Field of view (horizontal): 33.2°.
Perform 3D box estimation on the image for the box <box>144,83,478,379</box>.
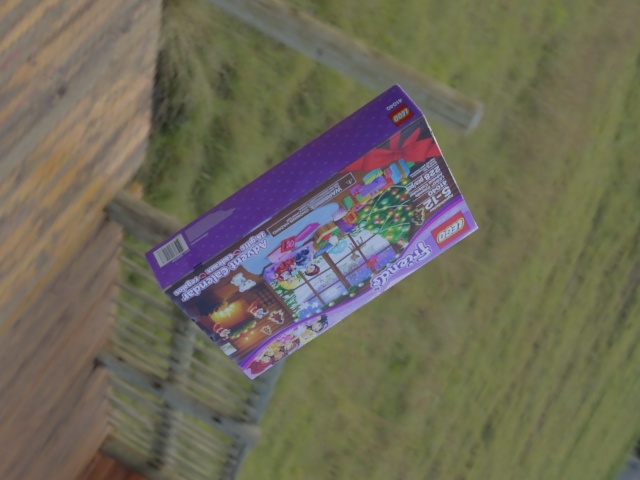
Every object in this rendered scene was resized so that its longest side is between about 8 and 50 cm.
[{"bbox_3d":[0.000,0.000,1.070,0.293,0.057,0.201,-34,141,2],"label":"box"}]
